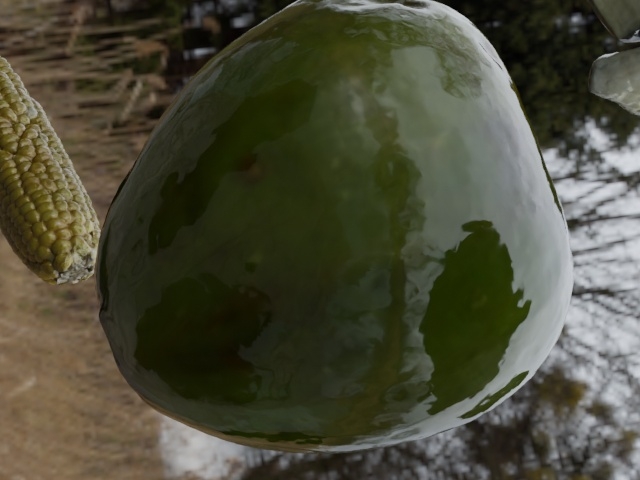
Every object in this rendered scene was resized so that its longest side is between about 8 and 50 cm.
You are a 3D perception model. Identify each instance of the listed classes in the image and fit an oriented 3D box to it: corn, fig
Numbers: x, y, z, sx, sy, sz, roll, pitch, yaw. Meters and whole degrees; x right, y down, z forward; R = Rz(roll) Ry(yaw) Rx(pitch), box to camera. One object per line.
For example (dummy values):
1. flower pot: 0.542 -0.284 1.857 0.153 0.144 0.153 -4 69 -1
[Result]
1. corn: -0.298 -0.074 1.211 0.313 0.102 0.102 54 -24 26
2. fig: 0.000 0.000 0.500 0.181 0.191 0.181 59 -4 7

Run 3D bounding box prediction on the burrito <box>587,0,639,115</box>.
1. burrito: 0.351 -0.167 0.995 0.135 0.332 0.190 -13 -112 52
